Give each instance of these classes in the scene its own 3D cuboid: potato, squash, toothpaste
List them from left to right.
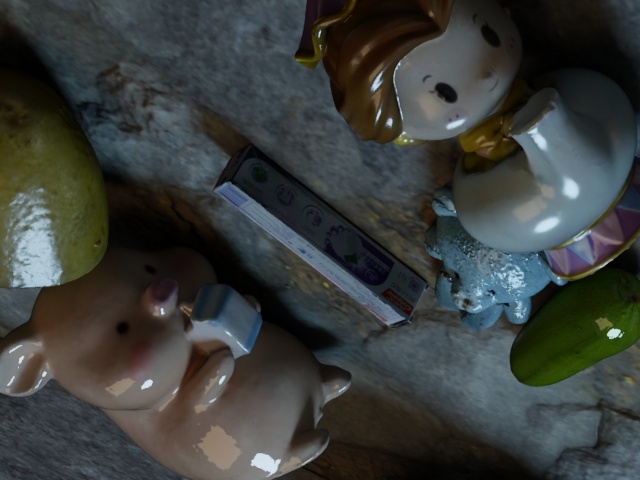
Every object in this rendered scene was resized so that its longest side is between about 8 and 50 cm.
[{"bbox_3d":[-0.268,-0.072,1.311,0.203,0.178,0.158,45,138,23],"label":"potato"},{"bbox_3d":[0.000,0.000,1.284,0.196,0.047,0.040,38,144,-13],"label":"toothpaste"},{"bbox_3d":[0.198,0.073,1.214,0.066,0.066,0.201,32,154,-2],"label":"squash"}]

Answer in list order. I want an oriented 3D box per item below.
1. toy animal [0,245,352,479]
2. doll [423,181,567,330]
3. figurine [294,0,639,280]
[{"bbox_3d":[-0.135,0.110,1.416,0.213,0.195,0.256,-22,119,43],"label":"toy animal"},{"bbox_3d":[0.120,0.030,1.202,0.120,0.075,0.179,31,148,6],"label":"doll"},{"bbox_3d":[0.095,-0.094,0.993,0.263,0.142,0.189,40,170,-16],"label":"figurine"}]
